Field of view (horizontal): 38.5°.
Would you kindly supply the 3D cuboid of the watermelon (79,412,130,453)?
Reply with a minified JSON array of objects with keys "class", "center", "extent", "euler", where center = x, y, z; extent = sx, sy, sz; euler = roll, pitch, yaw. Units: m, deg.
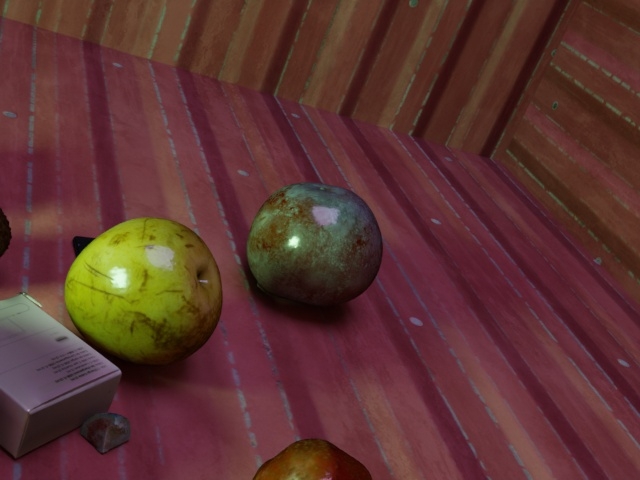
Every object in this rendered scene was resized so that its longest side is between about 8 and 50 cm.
[{"class":"watermelon","center":[-0.337,0.306,1.454],"extent":[0.085,0.085,0.061],"euler":[13,60,-22]}]

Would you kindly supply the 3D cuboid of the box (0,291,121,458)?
[{"class":"box","center":[-0.483,0.205,1.468],"extent":[0.252,0.106,0.203],"euler":[31,23,20]}]

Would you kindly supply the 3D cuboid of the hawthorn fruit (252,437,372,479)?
[{"class":"hawthorn fruit","center":[-0.022,0.415,1.330],"extent":[0.205,0.205,0.253],"euler":[22,28,-2]}]

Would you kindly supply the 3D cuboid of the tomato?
[{"class":"tomato","center":[-0.013,0.013,2.117],"extent":[0.317,0.282,0.316],"euler":[8,22,-3]}]

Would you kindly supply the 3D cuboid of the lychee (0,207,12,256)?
[{"class":"lychee","center":[-0.670,-0.015,1.681],"extent":[0.195,0.194,0.194],"euler":[19,24,-9]}]

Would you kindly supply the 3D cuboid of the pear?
[{"class":"pear","center":[-0.316,0.093,1.669],"extent":[0.281,0.280,0.280],"euler":[19,24,-9]}]

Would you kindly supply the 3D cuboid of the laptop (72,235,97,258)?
[{"class":"laptop","center":[-0.421,0.041,1.974],"extent":[0.207,0.026,0.154],"euler":[10,28,-28]}]
